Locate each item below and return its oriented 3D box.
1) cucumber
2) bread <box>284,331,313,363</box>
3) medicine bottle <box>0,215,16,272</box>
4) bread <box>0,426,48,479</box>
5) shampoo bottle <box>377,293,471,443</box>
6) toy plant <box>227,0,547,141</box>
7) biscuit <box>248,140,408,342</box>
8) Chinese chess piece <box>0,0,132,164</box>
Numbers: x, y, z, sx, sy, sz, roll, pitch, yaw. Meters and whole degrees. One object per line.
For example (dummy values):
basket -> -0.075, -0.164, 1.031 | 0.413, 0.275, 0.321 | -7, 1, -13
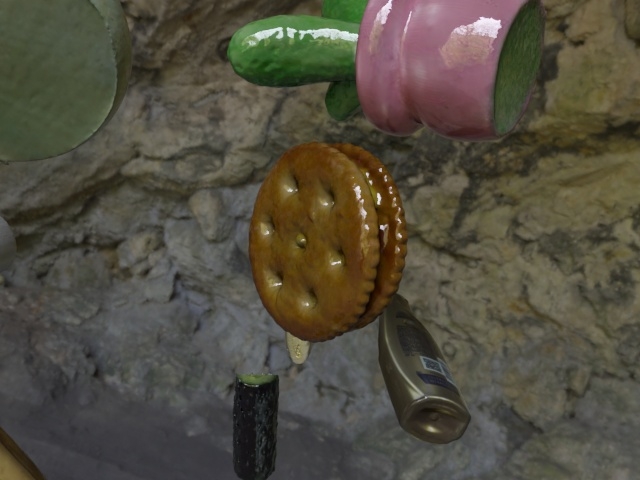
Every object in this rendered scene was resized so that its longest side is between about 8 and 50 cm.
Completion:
cucumber -> -0.110, 0.314, 1.085 | 0.077, 0.212, 0.062 | 5, 34, 1
bread -> -0.039, 0.183, 1.460 | 0.060, 0.140, 0.178 | 1, 9, 8
medicine bottle -> -0.638, 0.033, 1.076 | 0.144, 0.145, 0.252 | 22, 16, 7
bread -> -0.217, 0.156, 0.317 | 0.106, 0.136, 0.241 | -18, -62, 23
shampoo bottle -> 0.158, 0.201, 1.127 | 0.125, 0.084, 0.350 | 22, 20, -15
toy plant -> 0.104, -0.255, 0.846 | 0.356, 0.317, 0.211 | 12, -48, 34
biscuit -> 0.000, 0.000, 0.711 | 0.066, 0.221, 0.220 | -1, 11, -40
Chinese chess piece -> -0.456, -0.288, 0.953 | 0.349, 0.349, 0.146 | 25, 28, -27
